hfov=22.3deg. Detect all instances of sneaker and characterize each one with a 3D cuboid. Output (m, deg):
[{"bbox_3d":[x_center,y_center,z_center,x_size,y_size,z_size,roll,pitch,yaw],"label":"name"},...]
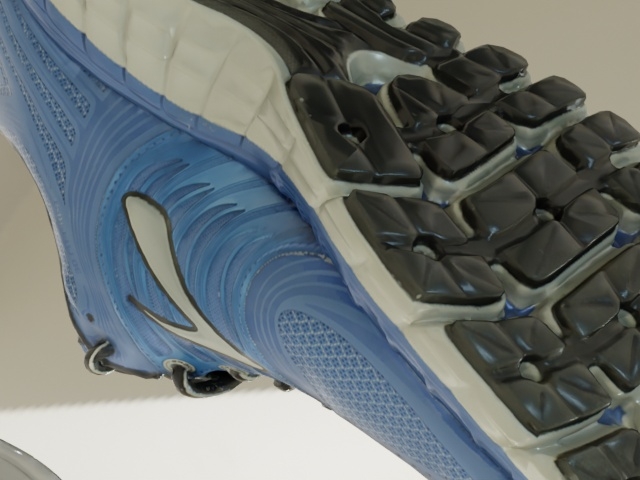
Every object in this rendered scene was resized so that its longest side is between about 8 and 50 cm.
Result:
[{"bbox_3d":[0.000,0.000,0.530,0.130,0.147,0.330,-17,-131,-39],"label":"sneaker"}]

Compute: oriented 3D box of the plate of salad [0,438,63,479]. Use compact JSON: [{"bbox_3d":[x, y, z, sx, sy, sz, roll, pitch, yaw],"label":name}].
[{"bbox_3d":[-0.221,0.156,0.842,0.200,0.200,0.048,-14,-135,12],"label":"plate of salad"}]
